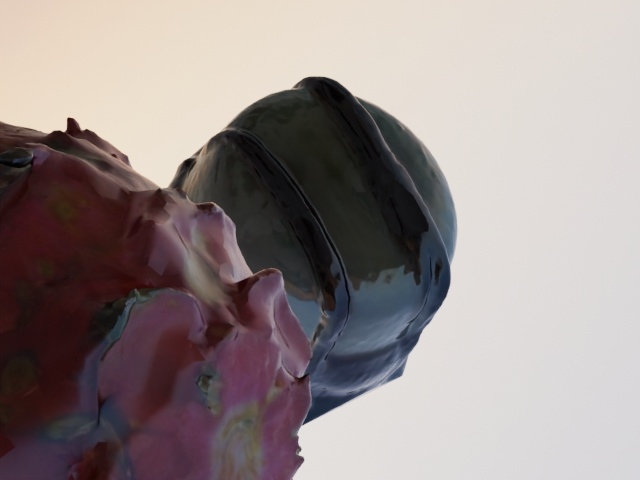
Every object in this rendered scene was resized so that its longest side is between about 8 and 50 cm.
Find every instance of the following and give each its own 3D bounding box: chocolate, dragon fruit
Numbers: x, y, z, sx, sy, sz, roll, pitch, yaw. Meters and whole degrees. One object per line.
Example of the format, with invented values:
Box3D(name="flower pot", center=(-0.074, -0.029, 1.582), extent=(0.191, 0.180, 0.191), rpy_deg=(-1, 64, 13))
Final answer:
Box3D(name="chocolate", center=(0.000, 0.000, 1.523), extent=(0.283, 0.283, 0.186), rpy_deg=(-47, -175, -35))
Box3D(name="dragon fruit", center=(-0.134, 0.052, 0.619), extent=(0.268, 0.205, 0.210), rpy_deg=(10, -161, 10))
